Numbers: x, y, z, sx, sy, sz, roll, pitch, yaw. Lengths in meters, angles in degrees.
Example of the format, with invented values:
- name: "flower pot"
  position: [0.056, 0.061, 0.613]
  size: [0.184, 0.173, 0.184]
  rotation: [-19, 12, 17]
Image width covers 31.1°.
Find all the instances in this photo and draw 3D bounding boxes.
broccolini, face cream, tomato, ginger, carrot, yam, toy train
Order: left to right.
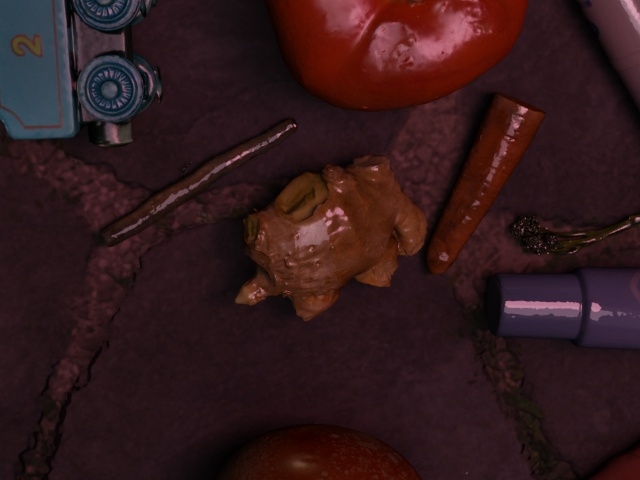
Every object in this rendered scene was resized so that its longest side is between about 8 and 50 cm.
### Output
- name: "toy train"
  position: [-0.241, -0.190, 1.106]
  size: [0.163, 0.112, 0.203]
  rotation: [-2, 101, -1]
- name: "yam"
  position: [-0.126, -0.064, 1.194]
  size: [0.234, 0.029, 0.027]
  rotation: [-32, 147, 0]
- name: "tomato"
  position: [-0.002, 0.319, 1.199]
  size: [0.270, 0.222, 0.270]
  rotation: [2, 99, 13]
- name: "ginger"
  position: [0.000, 0.000, 1.185]
  size: [0.216, 0.102, 0.157]
  rotation: [-33, 132, -4]
- name: "tomato"
  position: [0.067, -0.249, 1.094]
  size: [0.260, 0.180, 0.259]
  rotation: [-2, 101, -9]
- name: "carrot"
  position: [0.164, -0.054, 1.220]
  size: [0.061, 0.061, 0.209]
  rotation: [23, 103, -12]
- name: "broccolini"
  position: [0.302, -0.017, 1.258]
  size: [0.194, 0.054, 0.052]
  rotation: [-14, 135, -10]
- name: "face cream"
  position: [0.335, -0.201, 1.191]
  size: [0.077, 0.077, 0.250]
  rotation: [-34, 103, 2]
- name: "face cream"
  position: [0.375, 0.074, 1.251]
  size: [0.385, 0.135, 0.086]
  rotation: [2, 142, -5]

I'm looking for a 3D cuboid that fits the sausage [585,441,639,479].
- name: "sausage"
  position: [0.450, 0.210, 1.301]
  size: [0.433, 0.088, 0.088]
  rotation: [-37, 105, 3]
